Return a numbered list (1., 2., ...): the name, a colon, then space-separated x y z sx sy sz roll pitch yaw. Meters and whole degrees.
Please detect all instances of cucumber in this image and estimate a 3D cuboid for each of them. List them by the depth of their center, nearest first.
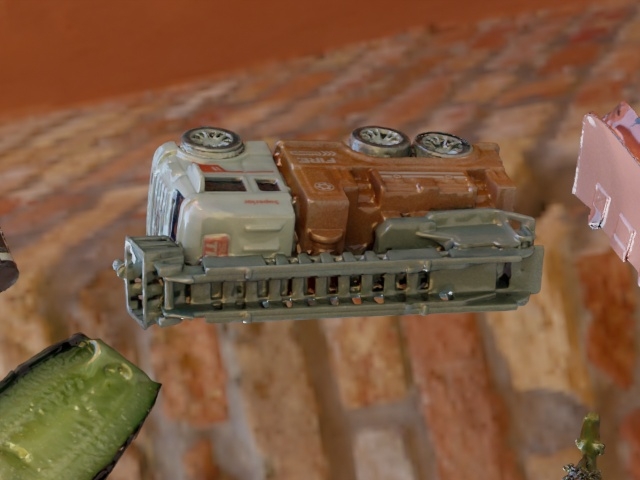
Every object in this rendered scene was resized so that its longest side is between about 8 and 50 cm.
1. cucumber: -0.208 0.159 1.346 0.193 0.115 0.085 -50 -17 -40

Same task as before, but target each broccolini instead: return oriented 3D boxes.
1. broccolini: 0.313 0.259 2.087 0.216 0.058 0.067 -72 -8 -65

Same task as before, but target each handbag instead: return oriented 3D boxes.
1. handbag: 0.362 -0.039 1.951 0.157 0.059 0.212 92 154 -46

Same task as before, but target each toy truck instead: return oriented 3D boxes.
1. toy truck: 0.000 0.000 1.418 0.184 0.338 0.133 -118 31 -60

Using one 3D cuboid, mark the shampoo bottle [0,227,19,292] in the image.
1. shampoo bottle: -0.321 -0.049 1.504 0.207 0.063 0.057 63 166 20
